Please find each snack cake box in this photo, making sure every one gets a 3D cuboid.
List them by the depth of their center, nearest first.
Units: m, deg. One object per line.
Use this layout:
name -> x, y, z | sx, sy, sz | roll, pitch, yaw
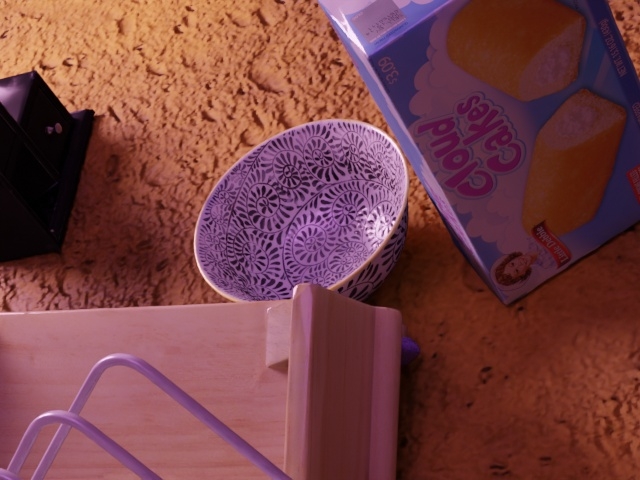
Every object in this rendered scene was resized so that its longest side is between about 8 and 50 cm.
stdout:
snack cake box -> 0.123, -0.094, 1.135 | 0.152, 0.264, 0.089 | -34, 44, 0

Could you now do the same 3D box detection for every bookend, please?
bookend -> -0.270, -0.091, 1.437 | 0.072, 0.156, 0.157 | -11, 48, 22

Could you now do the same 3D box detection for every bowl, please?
bowl -> 0.000, 0.000, 1.258 | 0.170, 0.080, 0.170 | -15, 48, 17

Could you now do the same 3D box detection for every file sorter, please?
file sorter -> -0.152, 0.222, 0.958 | 0.173, 0.193, 0.278 | 37, 36, 7

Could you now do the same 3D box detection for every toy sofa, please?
toy sofa -> -0.118, 0.123, 1.195 | 0.363, 0.177, 0.150 | -3, 76, 27
